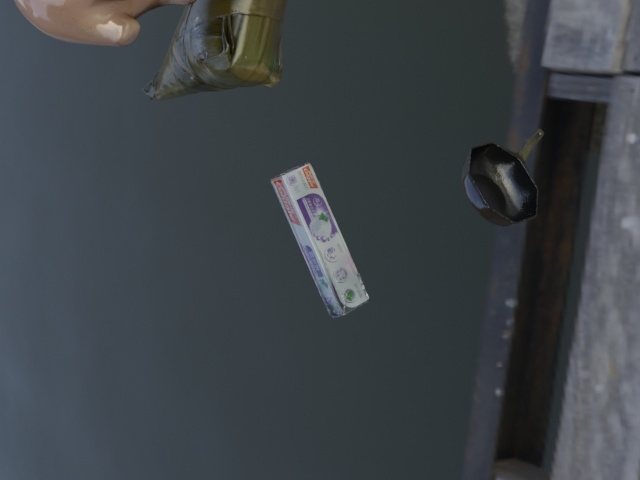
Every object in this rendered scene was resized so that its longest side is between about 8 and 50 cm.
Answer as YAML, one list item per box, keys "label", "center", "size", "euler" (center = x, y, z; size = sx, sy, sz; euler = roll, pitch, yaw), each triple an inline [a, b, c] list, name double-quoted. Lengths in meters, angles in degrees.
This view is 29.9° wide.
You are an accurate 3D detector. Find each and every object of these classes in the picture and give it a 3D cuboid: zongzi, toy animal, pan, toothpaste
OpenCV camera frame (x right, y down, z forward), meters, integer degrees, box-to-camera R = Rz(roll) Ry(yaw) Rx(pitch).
- label: "zongzi"
  center: [-0.146, -0.331, 1.683]
  size: [0.289, 0.123, 0.260]
  euler: [2, 78, 56]
- label: "toy animal"
  center: [-0.264, -0.363, 1.449]
  size: [0.269, 0.326, 0.237]
  euler: [33, 129, 12]
- label: "pan"
  center: [0.277, -0.083, 1.747]
  size: [0.048, 0.202, 0.128]
  euler: [-38, 75, 46]
- label: "toothpaste"
  center: [0.000, 0.000, 1.517]
  size: [0.040, 0.047, 0.196]
  euler: [-11, 104, 64]
